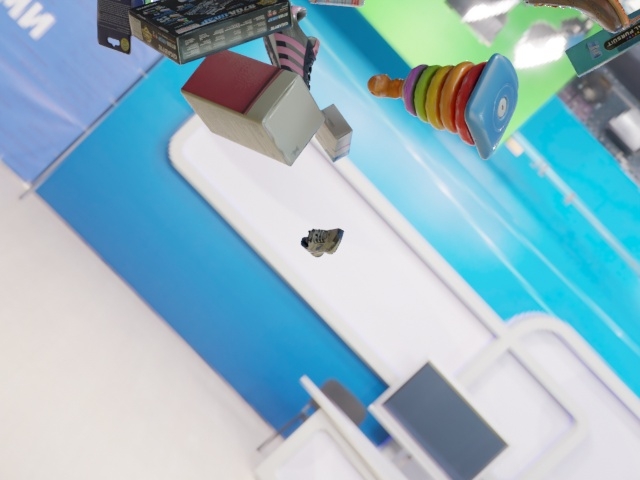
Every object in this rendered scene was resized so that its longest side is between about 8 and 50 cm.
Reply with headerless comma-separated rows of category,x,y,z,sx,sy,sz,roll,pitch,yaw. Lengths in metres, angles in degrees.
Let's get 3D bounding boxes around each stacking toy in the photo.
stacking toy,0.224,-0.287,1.858,0.302,0.165,0.175,16,-21,32

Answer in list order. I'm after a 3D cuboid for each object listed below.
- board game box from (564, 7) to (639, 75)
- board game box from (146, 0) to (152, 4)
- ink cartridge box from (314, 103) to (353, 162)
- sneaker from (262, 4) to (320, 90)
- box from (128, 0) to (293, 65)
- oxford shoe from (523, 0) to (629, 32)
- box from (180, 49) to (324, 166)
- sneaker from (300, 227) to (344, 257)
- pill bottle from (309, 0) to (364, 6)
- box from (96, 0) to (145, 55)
board game box,0.810,-0.544,2.455,0.079,0.336,0.254,61,18,-1
board game box,-0.548,-0.699,2.261,0.317,0.213,0.046,12,17,11
ink cartridge box,0.031,-0.258,2.262,0.088,0.052,0.122,55,-14,17
sneaker,-0.051,-0.432,2.274,0.112,0.131,0.319,103,-30,-76
box,-0.184,-0.372,1.571,0.175,0.220,0.051,36,-38,43
oxford shoe,0.509,-0.548,2.036,0.364,0.132,0.130,35,11,-11
box,-0.133,-0.266,1.846,0.232,0.127,0.148,25,-17,33
sneaker,0.000,0.000,1.957,0.058,0.052,0.135,29,-28,-20
pill bottle,0.020,-0.559,2.054,0.160,0.087,0.087,5,1,2
box,-0.387,-0.481,1.818,0.036,0.225,0.136,-11,26,-40
